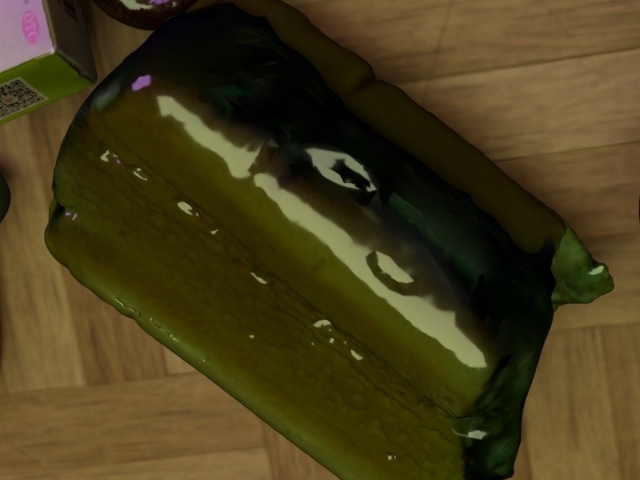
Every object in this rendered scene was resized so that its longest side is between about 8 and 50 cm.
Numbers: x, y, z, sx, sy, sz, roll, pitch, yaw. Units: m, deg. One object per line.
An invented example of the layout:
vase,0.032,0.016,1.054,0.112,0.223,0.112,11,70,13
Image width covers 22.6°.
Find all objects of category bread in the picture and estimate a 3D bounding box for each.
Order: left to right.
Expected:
bread,0.000,0.000,1.083,0.376,0.208,0.251,36,133,0

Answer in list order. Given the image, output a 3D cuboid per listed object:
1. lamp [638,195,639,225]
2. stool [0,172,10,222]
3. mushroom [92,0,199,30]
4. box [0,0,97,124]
lamp,0.333,0.006,1.014,0.305,0.240,0.305,5,78,-24
stool,-0.337,0.034,1.163,0.195,0.195,0.198,16,111,4
mushroom,-0.107,-0.235,1.032,0.148,0.217,0.227,23,108,2
box,-0.264,-0.195,1.088,0.175,0.062,0.260,-21,68,14
